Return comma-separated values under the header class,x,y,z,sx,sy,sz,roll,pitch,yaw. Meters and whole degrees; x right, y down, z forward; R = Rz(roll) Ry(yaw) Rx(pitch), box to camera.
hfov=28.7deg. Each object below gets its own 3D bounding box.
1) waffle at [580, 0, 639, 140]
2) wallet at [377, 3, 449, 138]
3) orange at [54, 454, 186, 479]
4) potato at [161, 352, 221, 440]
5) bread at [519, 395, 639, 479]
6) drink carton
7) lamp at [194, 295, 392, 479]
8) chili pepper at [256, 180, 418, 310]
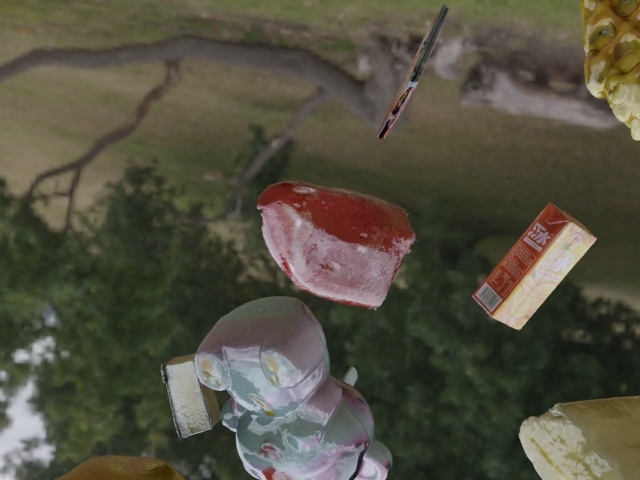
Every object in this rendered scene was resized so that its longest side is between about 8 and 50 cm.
class,x,y,z,sx,sy,sz,roll,pitch,yaw
waffle,0.415,-0.256,1.357,0.261,0.324,0.151,-1,154,14
wallet,0.122,-0.218,1.614,0.020,0.196,0.103,26,132,0
orange,-0.290,0.442,1.792,0.279,0.279,0.235,7,157,3
potato,-0.196,0.232,1.889,0.061,0.122,0.086,-13,-174,8
bread,0.248,0.164,0.886,0.178,0.060,0.139,0,-145,-35
drink carton,0.383,0.048,2.239,0.096,0.223,0.071,25,-162,-43
lamp,-0.035,0.224,1.824,0.247,0.301,0.247,-7,-151,28
chili pepper,0.000,0.000,1.535,0.144,0.136,0.252,-37,146,27
